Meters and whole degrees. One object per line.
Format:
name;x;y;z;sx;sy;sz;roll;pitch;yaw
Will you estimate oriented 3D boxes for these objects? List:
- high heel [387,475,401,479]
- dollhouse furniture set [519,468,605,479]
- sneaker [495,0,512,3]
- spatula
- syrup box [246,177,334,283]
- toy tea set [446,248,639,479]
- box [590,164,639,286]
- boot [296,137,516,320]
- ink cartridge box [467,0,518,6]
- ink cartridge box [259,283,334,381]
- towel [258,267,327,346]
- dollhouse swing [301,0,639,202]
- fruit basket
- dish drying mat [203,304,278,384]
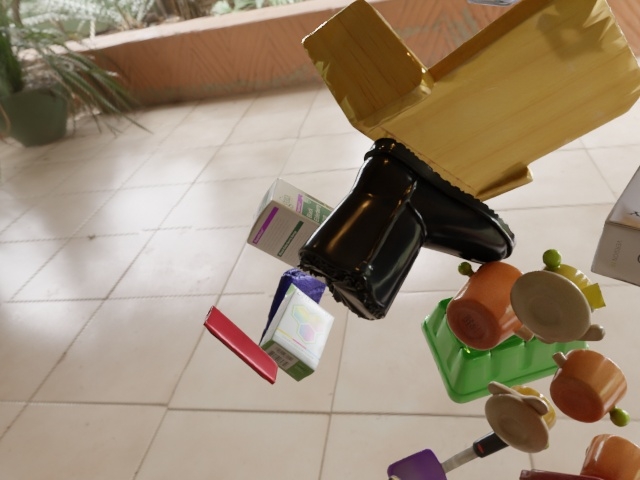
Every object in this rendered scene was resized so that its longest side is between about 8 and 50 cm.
high heel;0.110;0.480;0.739;0.186;0.093;0.261;4;45;-34
dollhouse furniture set;0.335;0.328;0.400;0.374;0.152;0.201;-20;38;52
sneaker;0.252;-0.370;0.696;0.059;0.053;0.144;-4;-8;36
spatula;0.237;0.351;0.837;0.296;0.030;0.084;-41;58;26
syrup box;0.000;0.000;0.889;0.236;0.096;0.093;29;26;-14
toy tea set;0.293;0.158;0.639;0.124;0.336;0.200;-30;12;-35
box;0.399;-0.038;0.431;0.232;0.059;0.322;20;43;34
boot;0.112;0.017;0.652;0.207;0.246;0.094;-59;12;-21
ink cartridge box;0.431;-0.632;0.901;0.395;0.270;0.151;-31;36;-7
ink cartridge box;-0.039;0.176;1.082;0.062;0.109;0.209;-42;14;37
towel;-0.079;0.226;1.583;0.076;0.309;0.227;27;20;24
dollhouse swing;0.225;-0.258;0.774;0.305;0.346;0.315;-44;49;25
fruit basket;0.462;0.251;1.345;0.391;0.392;0.283;-14;54;-4
dish drying mat;-0.070;0.093;0.459;0.008;0.083;0.032;-41;15;18
